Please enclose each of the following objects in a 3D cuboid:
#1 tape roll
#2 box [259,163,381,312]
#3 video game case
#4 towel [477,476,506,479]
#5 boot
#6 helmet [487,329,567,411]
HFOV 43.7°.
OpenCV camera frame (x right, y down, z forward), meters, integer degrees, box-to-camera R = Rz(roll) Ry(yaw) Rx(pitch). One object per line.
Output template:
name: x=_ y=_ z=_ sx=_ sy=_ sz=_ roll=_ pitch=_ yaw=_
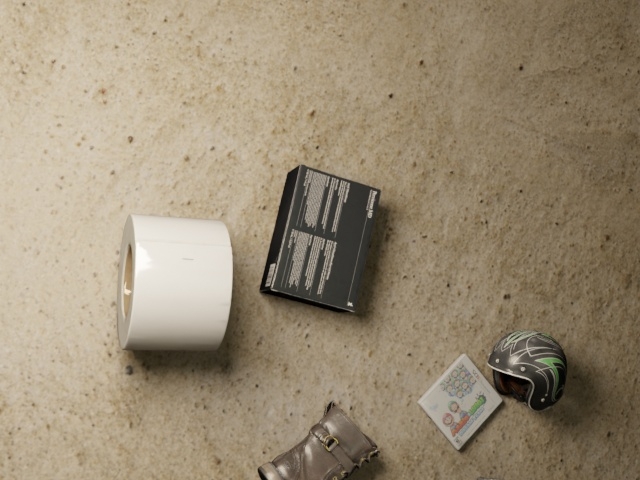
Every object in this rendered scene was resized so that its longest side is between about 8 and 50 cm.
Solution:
tape roll: x=-0.268 y=0.078 z=1.444 sx=0.169 sy=0.246 sz=0.246 roll=4 pitch=84 yaw=-21
box: x=0.000 y=0.000 z=1.629 sx=0.184 sy=0.103 sz=0.261 roll=16 pitch=79 yaw=-16
video game case: x=0.308 y=0.354 z=1.757 sx=0.157 sy=0.019 sz=0.143 roll=-42 pitch=100 yaw=-19
towel: x=0.457 y=0.649 z=1.738 sx=0.284 sy=0.121 sz=0.234 roll=14 pitch=79 yaw=-18
boot: x=0.027 y=0.478 z=1.586 sx=0.229 sy=0.091 sz=0.263 roll=-32 pitch=80 yaw=-22
helmet: x=0.453 y=0.273 z=1.745 sx=0.169 sy=0.169 sz=0.161 roll=-24 pitch=110 yaw=-21
